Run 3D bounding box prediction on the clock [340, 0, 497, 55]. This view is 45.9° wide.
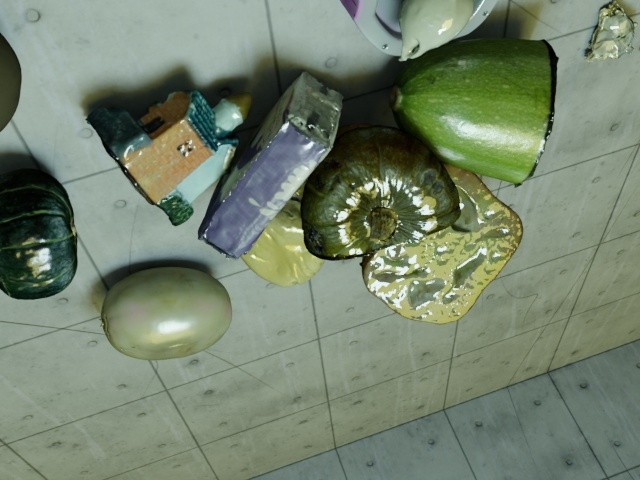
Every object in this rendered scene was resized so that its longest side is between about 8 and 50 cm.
[{"bbox_3d":[0.185,-0.492,1.336,0.338,0.102,0.338,-15,145,-11],"label":"clock"}]

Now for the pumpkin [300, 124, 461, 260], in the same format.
[{"bbox_3d":[0.100,-0.101,1.479,0.325,0.242,0.232,-20,120,2],"label":"pumpkin"}]

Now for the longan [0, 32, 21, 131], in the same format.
[{"bbox_3d":[-0.562,-0.244,1.168,0.196,0.196,0.220,6,140,-35],"label":"longan"}]

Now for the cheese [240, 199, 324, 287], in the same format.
[{"bbox_3d":[-0.090,0.008,1.823,0.226,0.117,0.214,26,124,-17],"label":"cheese"}]

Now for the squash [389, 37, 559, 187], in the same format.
[{"bbox_3d":[0.292,-0.281,1.575,0.309,0.310,0.310,7,141,-3],"label":"squash"}]

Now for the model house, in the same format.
[{"bbox_3d":[-0.257,-0.200,1.448,0.291,0.184,0.253,-35,140,-6],"label":"model house"}]

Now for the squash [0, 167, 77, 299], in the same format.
[{"bbox_3d":[-0.552,-0.009,1.438,0.165,0.252,0.252,-6,143,-15],"label":"squash"}]

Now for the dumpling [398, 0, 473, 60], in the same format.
[{"bbox_3d":[0.206,-0.396,1.306,0.181,0.111,0.155,-25,-177,45],"label":"dumpling"}]

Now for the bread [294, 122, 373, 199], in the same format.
[{"bbox_3d":[0.038,-0.161,1.646,0.229,0.139,0.143,-33,118,4],"label":"bread"}]

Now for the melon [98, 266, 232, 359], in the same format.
[{"bbox_3d":[-0.372,0.175,1.820,0.317,0.223,0.223,-6,143,-22],"label":"melon"}]

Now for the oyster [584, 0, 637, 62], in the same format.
[{"bbox_3d":[0.657,-0.461,1.691,0.108,0.053,0.166,5,153,6],"label":"oyster"}]

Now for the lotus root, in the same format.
[{"bbox_3d":[0.267,-0.002,1.708,0.375,0.111,0.390,-11,107,-4],"label":"lotus root"}]

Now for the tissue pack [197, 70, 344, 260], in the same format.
[{"bbox_3d":[-0.099,-0.151,1.509,0.125,0.242,0.344,32,124,-13],"label":"tissue pack"}]
